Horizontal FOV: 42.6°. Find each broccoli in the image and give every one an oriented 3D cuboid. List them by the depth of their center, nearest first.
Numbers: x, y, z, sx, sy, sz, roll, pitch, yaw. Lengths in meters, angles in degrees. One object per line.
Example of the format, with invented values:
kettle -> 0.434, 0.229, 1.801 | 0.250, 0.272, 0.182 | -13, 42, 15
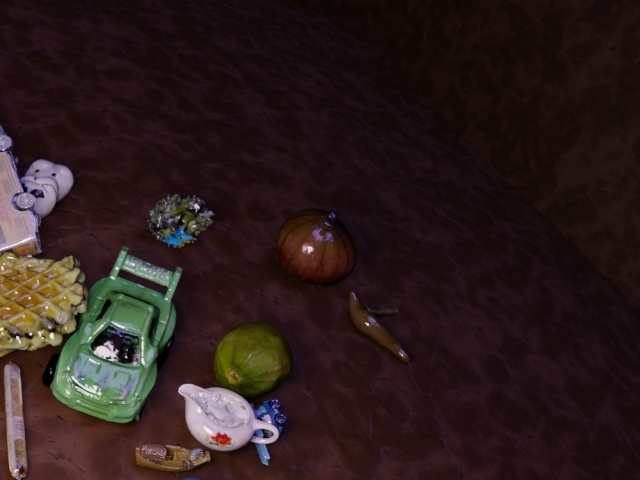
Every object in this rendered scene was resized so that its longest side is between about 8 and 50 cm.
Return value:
broccoli -> -0.353, -0.060, 2.104 | 0.167, 0.160, 0.154 | 29, 56, -24

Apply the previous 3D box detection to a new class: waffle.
waffle -> -0.618, 0.125, 1.618 | 0.317, 0.073, 0.297 | -4, 35, -6

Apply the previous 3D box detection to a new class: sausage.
sausage -> -0.554, 0.322, 1.489 | 0.033, 0.033, 0.269 | 10, 37, -32

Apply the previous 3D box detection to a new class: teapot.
teapot -> -0.195, 0.369, 1.675 | 0.226, 0.092, 0.145 | 21, 34, -11

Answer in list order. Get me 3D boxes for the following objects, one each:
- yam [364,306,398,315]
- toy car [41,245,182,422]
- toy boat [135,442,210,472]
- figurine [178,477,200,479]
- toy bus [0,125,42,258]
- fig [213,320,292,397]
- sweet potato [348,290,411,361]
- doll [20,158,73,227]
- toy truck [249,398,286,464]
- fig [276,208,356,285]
yam -> 0.168, 0.201, 2.311 | 0.129, 0.033, 0.027 | 5, 12, -44
toy car -> -0.406, 0.193, 1.668 | 0.213, 0.176, 0.358 | 24, 32, -10
toy boat -> -0.283, 0.415, 1.576 | 0.149, 0.049, 0.047 | 14, 34, -28
figurine -> -0.271, 0.480, 1.480 | 0.149, 0.086, 0.087 | -3, 3, -28
toy bus -> -0.716, -0.114, 1.820 | 0.138, 0.097, 0.342 | -23, 71, -18
fig -> -0.161, 0.274, 1.788 | 0.167, 0.167, 0.233 | 37, 39, 9
sweet potato -> 0.147, 0.241, 2.205 | 0.249, 0.059, 0.069 | 45, 21, 14
doll -> -0.668, -0.120, 1.958 | 0.110, 0.107, 0.180 | 19, 30, 0
toy truck -> -0.106, 0.404, 1.743 | 0.074, 0.063, 0.136 | -9, 47, -21
fig -> -0.005, 0.013, 2.268 | 0.235, 0.214, 0.235 | 27, 5, -3
